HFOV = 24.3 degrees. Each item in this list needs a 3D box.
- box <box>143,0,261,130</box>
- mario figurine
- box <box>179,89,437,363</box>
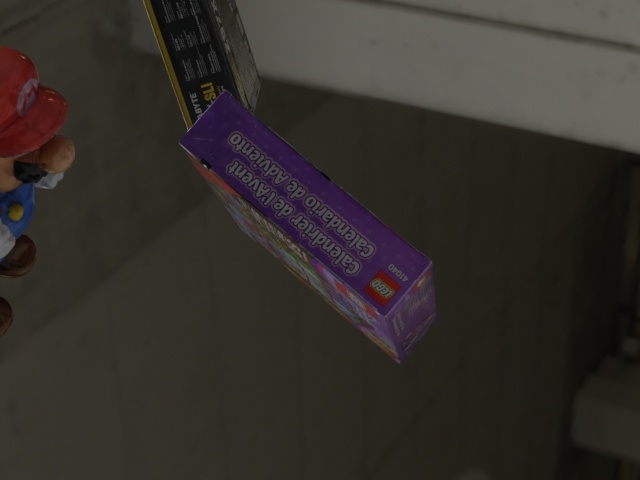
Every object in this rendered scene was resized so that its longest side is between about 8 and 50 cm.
[{"bbox_3d":[-0.158,-0.299,1.800,0.257,0.079,0.322,-83,-24,-70],"label":"box"},{"bbox_3d":[-0.279,-0.040,1.361,0.170,0.198,0.321,-16,-33,-24],"label":"mario figurine"},{"bbox_3d":[0.000,0.000,1.194,0.057,0.201,0.293,-49,-11,-5],"label":"box"}]
